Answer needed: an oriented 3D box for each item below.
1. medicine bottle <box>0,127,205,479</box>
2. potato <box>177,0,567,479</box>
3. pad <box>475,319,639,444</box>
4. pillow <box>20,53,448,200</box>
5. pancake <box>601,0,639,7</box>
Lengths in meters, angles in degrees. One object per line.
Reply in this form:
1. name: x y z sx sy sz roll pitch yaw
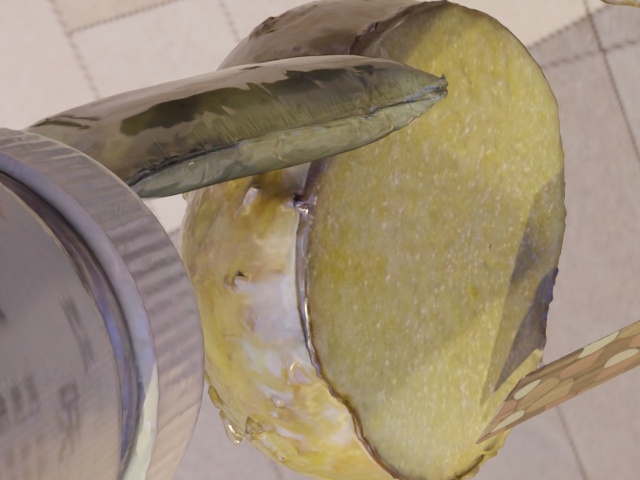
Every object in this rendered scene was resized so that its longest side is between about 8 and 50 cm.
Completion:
1. medicine bottle: -0.137 0.052 0.461 0.165 0.273 0.165 2 97 14
2. potato: 0.000 0.000 1.636 0.319 0.385 0.442 2 84 42
3. pad: 0.251 0.105 1.541 0.003 0.235 0.158 60 158 20
4. pillow: -0.070 -0.082 1.251 0.185 0.302 0.075 12 115 54
5. pancake: 0.255 -0.274 1.360 0.199 0.021 0.199 1 95 11
